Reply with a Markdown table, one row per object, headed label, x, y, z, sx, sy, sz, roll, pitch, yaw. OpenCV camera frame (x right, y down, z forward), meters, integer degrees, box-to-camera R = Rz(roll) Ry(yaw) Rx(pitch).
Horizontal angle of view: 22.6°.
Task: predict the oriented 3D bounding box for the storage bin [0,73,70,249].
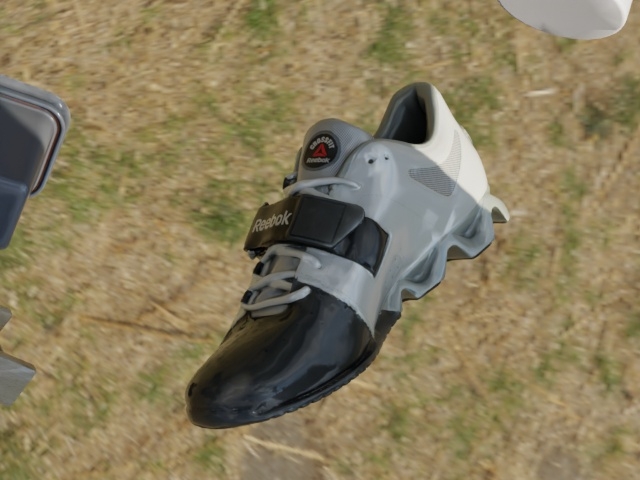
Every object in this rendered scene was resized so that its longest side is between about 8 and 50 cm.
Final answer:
| label | x | y | z | sx | sy | sz | roll | pitch | yaw |
| --- | --- | --- | --- | --- | --- | --- | --- | --- | --- |
| storage bin | -0.238 | -0.049 | 1.009 | 0.135 | 0.091 | 0.098 | 19 | 124 | -13 |

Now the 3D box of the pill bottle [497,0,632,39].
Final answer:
| label | x | y | z | sx | sy | sz | roll | pitch | yaw |
| --- | --- | --- | --- | --- | --- | --- | --- | --- | --- |
| pill bottle | 0.146 | -0.195 | 0.831 | 0.094 | 0.094 | 0.169 | 24 | 72 | -20 |

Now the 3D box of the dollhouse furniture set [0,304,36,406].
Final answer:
| label | x | y | z | sx | sy | sz | roll | pitch | yaw |
| --- | --- | --- | --- | --- | --- | --- | --- | --- | --- |
| dollhouse furniture set | -0.329 | 0.073 | 1.229 | 0.129 | 0.183 | 0.129 | 29 | 106 | -39 |

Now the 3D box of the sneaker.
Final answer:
| label | x | y | z | sx | sy | sz | roll | pitch | yaw |
| --- | --- | --- | --- | --- | --- | --- | --- | --- | --- |
| sneaker | 0.000 | 0.000 | 1.106 | 0.330 | 0.122 | 0.146 | -44 | 119 | -43 |
